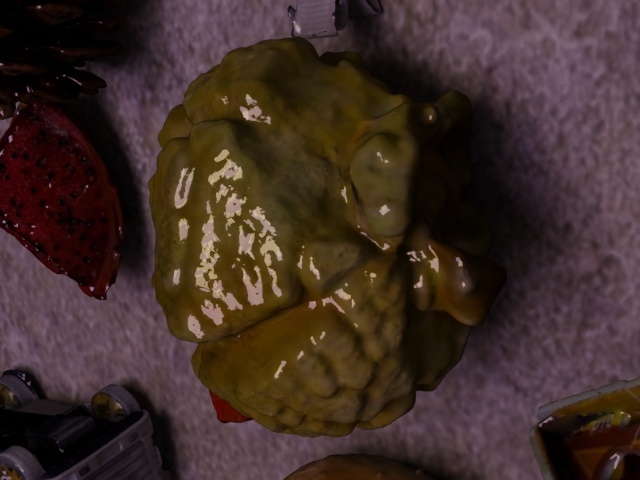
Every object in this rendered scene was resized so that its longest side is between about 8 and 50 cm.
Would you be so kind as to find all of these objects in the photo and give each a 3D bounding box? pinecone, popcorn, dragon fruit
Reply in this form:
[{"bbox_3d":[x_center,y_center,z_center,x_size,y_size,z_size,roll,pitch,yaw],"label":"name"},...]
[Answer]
[{"bbox_3d":[-0.247,-0.191,1.280,0.208,0.208,0.208,19,120,36],"label":"pinecone"},{"bbox_3d":[0.000,0.000,1.118,0.270,0.224,0.258,40,123,31],"label":"popcorn"},{"bbox_3d":[-0.220,-0.038,1.407,0.161,0.120,0.127,41,92,-11],"label":"dragon fruit"}]

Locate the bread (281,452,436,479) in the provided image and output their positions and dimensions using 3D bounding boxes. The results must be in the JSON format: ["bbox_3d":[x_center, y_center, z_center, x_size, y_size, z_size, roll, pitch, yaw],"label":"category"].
[{"bbox_3d":[0.036,0.318,1.264,0.305,0.159,0.305,17,118,35],"label":"bread"}]

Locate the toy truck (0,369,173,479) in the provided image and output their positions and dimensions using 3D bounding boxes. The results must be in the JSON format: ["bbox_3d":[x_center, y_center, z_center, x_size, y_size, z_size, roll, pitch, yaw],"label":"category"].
[{"bbox_3d":[-0.296,0.227,1.540,0.367,0.146,0.175,-1,115,45],"label":"toy truck"}]

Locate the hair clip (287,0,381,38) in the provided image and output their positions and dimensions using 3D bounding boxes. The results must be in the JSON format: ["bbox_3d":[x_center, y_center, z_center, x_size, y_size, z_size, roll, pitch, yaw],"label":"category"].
[{"bbox_3d":[-0.002,-0.252,1.127,0.140,0.054,0.220,3,108,46],"label":"hair clip"}]

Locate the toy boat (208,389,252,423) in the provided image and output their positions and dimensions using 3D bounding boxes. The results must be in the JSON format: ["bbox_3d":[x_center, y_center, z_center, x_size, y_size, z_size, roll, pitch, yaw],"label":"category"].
[{"bbox_3d":[-0.045,0.094,1.311,0.069,0.059,0.173,44,139,20],"label":"toy boat"}]

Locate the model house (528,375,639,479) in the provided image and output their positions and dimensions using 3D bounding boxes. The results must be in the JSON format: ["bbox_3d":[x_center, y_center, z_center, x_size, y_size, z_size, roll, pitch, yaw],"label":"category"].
[{"bbox_3d":[0.313,0.144,0.969,0.300,0.340,0.323,36,172,-26],"label":"model house"}]
